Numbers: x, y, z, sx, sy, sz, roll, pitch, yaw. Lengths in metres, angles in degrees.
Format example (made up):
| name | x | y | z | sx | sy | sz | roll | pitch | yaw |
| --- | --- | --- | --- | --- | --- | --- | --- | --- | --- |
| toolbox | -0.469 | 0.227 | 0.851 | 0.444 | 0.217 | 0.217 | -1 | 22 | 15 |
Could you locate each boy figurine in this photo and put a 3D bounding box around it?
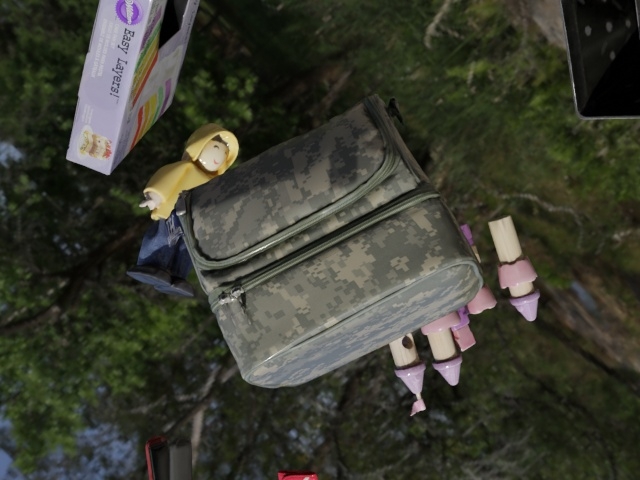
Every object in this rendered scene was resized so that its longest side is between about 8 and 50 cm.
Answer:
| name | x | y | z | sx | sy | sz | roll | pitch | yaw |
| --- | --- | --- | --- | --- | --- | --- | --- | --- | --- |
| boy figurine | -0.203 | -0.053 | 1.367 | 0.092 | 0.285 | 0.177 | 2 | 155 | 45 |

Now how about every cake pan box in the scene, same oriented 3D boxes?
| name | x | y | z | sx | sy | sz | roll | pitch | yaw |
| --- | --- | --- | --- | --- | --- | --- | --- | --- | --- |
| cake pan box | -0.234 | -0.255 | 1.126 | 0.070 | 0.266 | 0.245 | 21 | -148 | -3 |

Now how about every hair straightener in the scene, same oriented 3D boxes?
| name | x | y | z | sx | sy | sz | roll | pitch | yaw |
| --- | --- | --- | --- | --- | --- | --- | --- | --- | --- |
| hair straightener | -0.167 | 0.359 | 1.066 | 0.047 | 0.089 | 0.230 | 8 | -104 | -60 |

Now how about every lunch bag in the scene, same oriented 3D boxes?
| name | x | y | z | sx | sy | sz | roll | pitch | yaw |
| --- | --- | --- | --- | --- | --- | --- | --- | --- | --- |
| lunch bag | 0.000 | 0.000 | 0.987 | 0.256 | 0.305 | 0.212 | 65 | -171 | 20 |

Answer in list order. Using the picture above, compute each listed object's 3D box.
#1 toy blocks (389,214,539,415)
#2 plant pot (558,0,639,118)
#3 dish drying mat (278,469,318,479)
| name | x | y | z | sx | sy | sz | roll | pitch | yaw |
| --- | --- | --- | --- | --- | --- | --- | --- | --- | --- |
| toy blocks | 0.200 | 0.131 | 1.512 | 0.309 | 0.289 | 0.260 | -13 | 98 | 51 |
| plant pot | 0.468 | -0.287 | 1.195 | 0.188 | 0.167 | 0.187 | 6 | 120 | 43 |
| dish drying mat | -0.010 | 0.204 | 0.609 | 0.008 | 0.032 | 0.083 | -30 | -67 | -65 |
